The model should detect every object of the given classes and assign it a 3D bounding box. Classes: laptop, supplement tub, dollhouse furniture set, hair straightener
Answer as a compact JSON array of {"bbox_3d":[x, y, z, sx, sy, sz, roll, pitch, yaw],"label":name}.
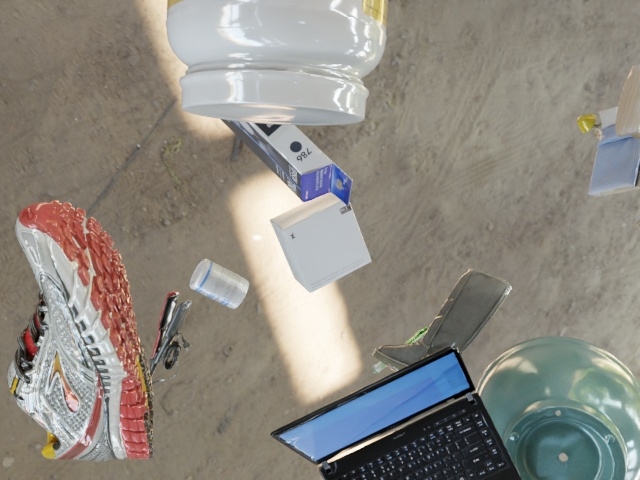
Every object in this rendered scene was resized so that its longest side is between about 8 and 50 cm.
[{"bbox_3d":[0.110,0.279,0.777,0.234,0.136,0.264,-27,90,6],"label":"laptop"},{"bbox_3d":[-0.041,-0.286,0.665,0.228,0.228,0.316,0,96,-37],"label":"supplement tub"},{"bbox_3d":[0.582,-0.170,1.280,0.198,0.303,0.286,20,81,-18],"label":"dollhouse furniture set"},{"bbox_3d":[-0.336,0.231,1.438,0.047,0.089,0.230,-4,120,-63],"label":"hair straightener"},{"bbox_3d":[-0.212,0.091,1.349,0.107,0.071,0.071,30,93,-19],"label":"supplement tub"}]

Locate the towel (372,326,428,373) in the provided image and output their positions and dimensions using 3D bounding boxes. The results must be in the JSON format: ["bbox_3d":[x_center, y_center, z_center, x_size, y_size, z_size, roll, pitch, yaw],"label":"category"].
[{"bbox_3d":[0.195,0.268,1.587,0.113,0.023,0.152,-31,165,-34],"label":"towel"}]

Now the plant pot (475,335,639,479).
[{"bbox_3d":[0.389,0.320,1.042,0.293,0.293,0.196,-69,165,11],"label":"plant pot"}]

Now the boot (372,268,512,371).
[{"bbox_3d":[0.200,0.139,1.081,0.076,0.190,0.208,36,75,-38],"label":"boot"}]

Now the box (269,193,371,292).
[{"bbox_3d":[0.000,0.000,1.577,0.181,0.119,0.181,-26,111,-12],"label":"box"}]

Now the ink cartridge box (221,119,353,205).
[{"bbox_3d":[-0.080,-0.180,1.197,0.065,0.333,0.165,-44,169,-10],"label":"ink cartridge box"}]

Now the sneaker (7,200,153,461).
[{"bbox_3d":[-0.172,0.078,0.438,0.093,0.088,0.225,-7,123,-11],"label":"sneaker"}]
